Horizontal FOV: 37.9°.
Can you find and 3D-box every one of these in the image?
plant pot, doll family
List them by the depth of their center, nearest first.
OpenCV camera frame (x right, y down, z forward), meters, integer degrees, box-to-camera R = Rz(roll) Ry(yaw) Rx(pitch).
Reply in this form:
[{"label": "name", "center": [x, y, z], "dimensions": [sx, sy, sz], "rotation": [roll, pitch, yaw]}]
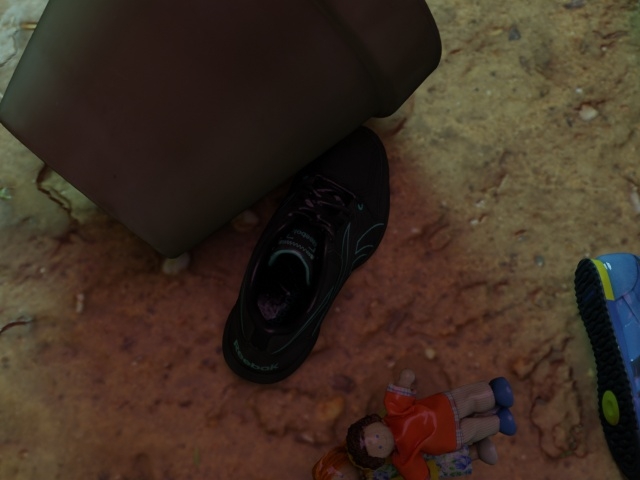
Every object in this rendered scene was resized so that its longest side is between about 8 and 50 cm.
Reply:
[{"label": "doll family", "center": [0.078, 0.232, 0.756], "dimensions": [0.163, 0.118, 0.263], "rotation": [-12, 89, -18]}, {"label": "plant pot", "center": [-0.106, -0.148, 0.786], "dimensions": [0.323, 0.323, 0.280], "rotation": [38, 85, 9]}]

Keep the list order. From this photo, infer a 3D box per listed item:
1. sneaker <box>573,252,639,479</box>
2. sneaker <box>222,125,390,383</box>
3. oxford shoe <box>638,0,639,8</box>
[{"label": "sneaker", "center": [0.290, 0.109, 0.838], "dimensions": [0.082, 0.069, 0.209], "rotation": [-1, 69, -11]}, {"label": "sneaker", "center": [0.000, 0.000, 0.827], "dimensions": [0.101, 0.106, 0.267], "rotation": [22, 66, 3]}, {"label": "oxford shoe", "center": [0.393, -0.113, 0.904], "dimensions": [0.146, 0.140, 0.397], "rotation": [-29, 58, 14]}]
